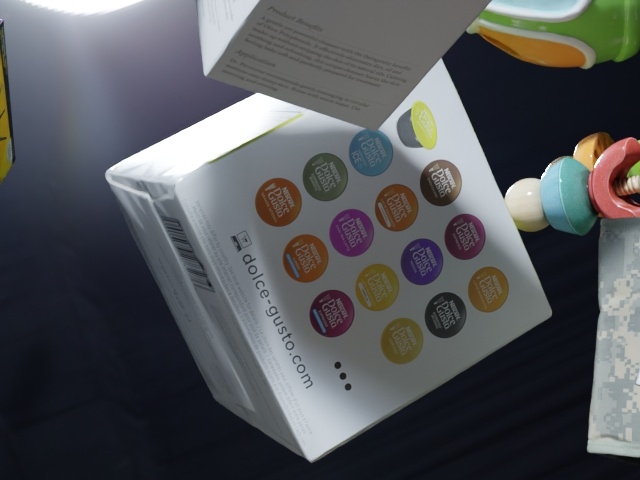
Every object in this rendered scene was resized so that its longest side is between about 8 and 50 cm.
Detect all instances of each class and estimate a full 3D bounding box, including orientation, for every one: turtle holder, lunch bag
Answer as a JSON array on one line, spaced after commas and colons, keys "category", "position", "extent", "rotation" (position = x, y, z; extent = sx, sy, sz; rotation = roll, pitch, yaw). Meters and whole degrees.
[{"category": "turtle holder", "position": [0.266, -0.352, 1.622], "extent": [0.243, 0.227, 0.320], "rotation": [-97, 177, -60]}, {"category": "lunch bag", "position": [0.391, 0.119, 1.412], "extent": [0.287, 0.169, 0.235], "rotation": [22, 70, -55]}]

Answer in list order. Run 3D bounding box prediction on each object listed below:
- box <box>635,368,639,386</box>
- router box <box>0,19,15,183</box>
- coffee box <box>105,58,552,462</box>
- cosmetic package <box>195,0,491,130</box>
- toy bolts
[{"category": "box", "position": [0.306, 0.057, 1.092], "extent": [0.036, 0.114, 0.207], "rotation": [22, 11, 28]}, {"category": "router box", "position": [-0.392, -0.150, 1.631], "extent": [0.133, 0.046, 0.179], "rotation": [-86, 178, -63]}, {"category": "coffee box", "position": [0.000, 0.000, 1.650], "extent": [0.338, 0.334, 0.338], "rotation": [65, -17, -13]}, {"category": "cosmetic package", "position": [0.061, -0.278, 1.210], "extent": [0.365, 0.197, 0.155], "rotation": [-47, -141, 38]}, {"category": "toy bolts", "position": [0.313, -0.023, 1.613], "extent": [0.228, 0.158, 0.218], "rotation": [4, 77, -59]}]
